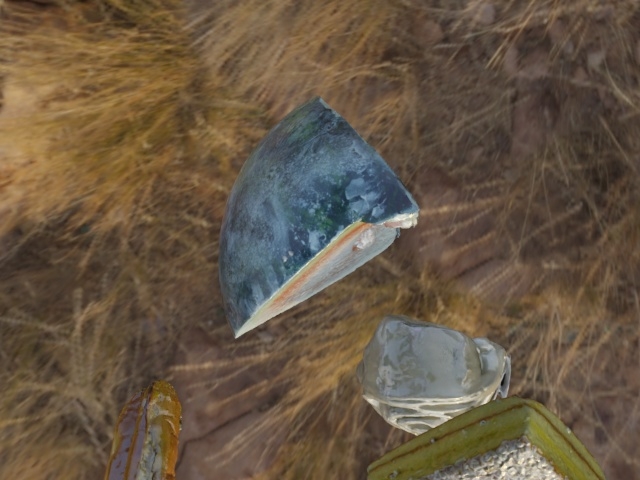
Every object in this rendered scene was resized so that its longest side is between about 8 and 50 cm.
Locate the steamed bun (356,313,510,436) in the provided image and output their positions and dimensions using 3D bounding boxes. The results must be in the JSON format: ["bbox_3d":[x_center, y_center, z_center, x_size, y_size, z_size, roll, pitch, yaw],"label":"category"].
[{"bbox_3d":[0.157,0.211,1.655,0.211,0.144,0.218,14,147,-10],"label":"steamed bun"}]

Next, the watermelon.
[{"bbox_3d":[0.000,0.000,1.334,0.213,0.320,0.290,27,93,-37],"label":"watermelon"}]

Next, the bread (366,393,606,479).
[{"bbox_3d":[0.190,0.286,1.351,0.234,0.111,0.184,-29,117,28],"label":"bread"}]

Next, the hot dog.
[{"bbox_3d":[-0.223,0.295,1.462,0.072,0.269,0.115,23,147,-22],"label":"hot dog"}]
